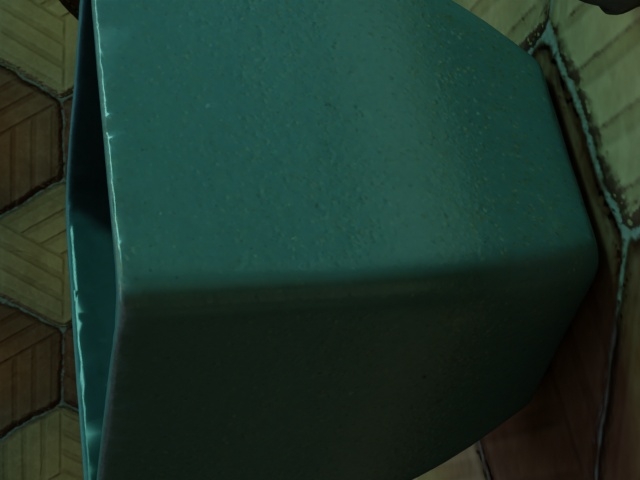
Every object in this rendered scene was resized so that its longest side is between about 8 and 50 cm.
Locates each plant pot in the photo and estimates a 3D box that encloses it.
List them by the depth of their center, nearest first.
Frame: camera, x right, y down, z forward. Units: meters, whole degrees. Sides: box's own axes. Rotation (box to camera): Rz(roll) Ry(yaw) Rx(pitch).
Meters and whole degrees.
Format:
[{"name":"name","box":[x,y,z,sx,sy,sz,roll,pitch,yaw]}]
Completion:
[{"name":"plant pot","box":[0.000,0.000,0.840,0.248,0.252,0.247,105,160,-51]}]

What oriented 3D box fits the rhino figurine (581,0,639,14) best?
[{"name":"rhino figurine","box":[0.138,-0.201,0.627,0.106,0.073,0.243,-100,17,-49]}]

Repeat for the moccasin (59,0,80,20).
[{"name":"moccasin","box":[-0.075,-0.126,1.095,0.380,0.139,0.147,50,-165,-54]}]
